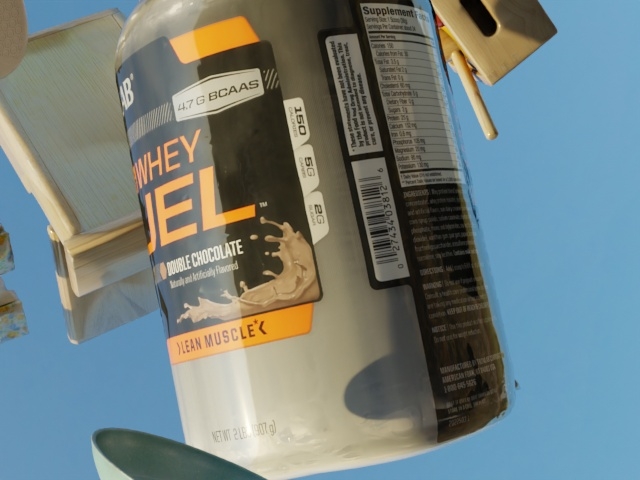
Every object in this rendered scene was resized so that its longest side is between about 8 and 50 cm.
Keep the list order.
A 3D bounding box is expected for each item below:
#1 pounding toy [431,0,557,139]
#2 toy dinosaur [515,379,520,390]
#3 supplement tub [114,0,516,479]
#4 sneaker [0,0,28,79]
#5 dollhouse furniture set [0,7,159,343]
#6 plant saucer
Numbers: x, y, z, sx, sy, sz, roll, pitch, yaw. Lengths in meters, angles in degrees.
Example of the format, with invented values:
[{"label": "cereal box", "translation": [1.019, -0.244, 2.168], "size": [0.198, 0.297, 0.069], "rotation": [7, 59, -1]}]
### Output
[{"label": "pounding toy", "translation": [0.124, -0.178, 0.865], "size": [0.100, 0.130, 0.141], "rotation": [-39, -72, 3]}, {"label": "toy dinosaur", "translation": [0.088, 0.086, 1.109], "size": [0.313, 0.121, 0.160], "rotation": [32, -64, -35]}, {"label": "supplement tub", "translation": [-0.010, -0.035, 0.646], "size": [0.207, 0.207, 0.338], "rotation": [-8, -97, -32]}, {"label": "sneaker", "translation": [-0.312, -0.271, 0.772], "size": [0.104, 0.146, 0.296], "rotation": [-36, -42, -42]}, {"label": "dollhouse furniture set", "translation": [-0.212, 0.006, 1.074], "size": [0.362, 0.256, 0.394], "rotation": [-24, -31, -22]}, {"label": "plant saucer", "translation": [-0.048, 0.116, 0.449], "size": [0.119, 0.119, 0.021], "rotation": [24, -92, -35]}]
